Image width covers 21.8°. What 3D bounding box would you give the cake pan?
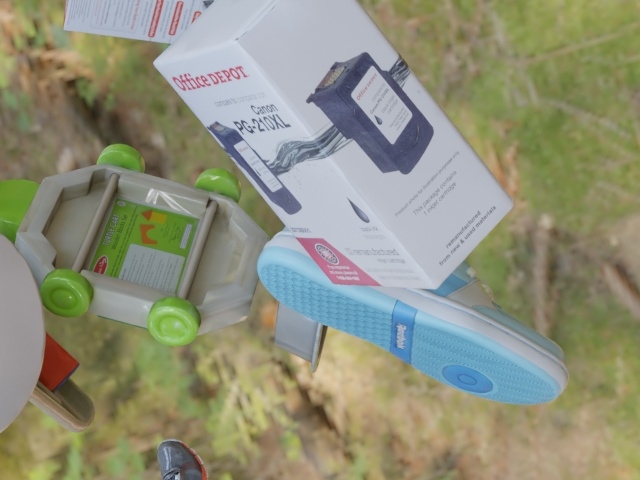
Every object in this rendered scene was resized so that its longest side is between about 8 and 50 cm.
[{"bbox_3d":[0.000,0.000,1.860,0.293,0.054,0.293,12,-90,-88],"label":"cake pan"}]

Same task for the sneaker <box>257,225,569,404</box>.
[{"bbox_3d":[0.121,0.015,1.624,0.319,0.208,0.127,26,151,6],"label":"sneaker"}]

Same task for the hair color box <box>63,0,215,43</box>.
[{"bbox_3d":[-0.178,-0.254,1.728,0.093,0.167,0.053,116,158,-56],"label":"hair color box"}]

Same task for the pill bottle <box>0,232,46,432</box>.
[{"bbox_3d":[-0.312,0.059,1.022,0.283,0.160,0.160,-5,104,40],"label":"pill bottle"}]

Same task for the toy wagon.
[{"bbox_3d":[-0.234,-0.006,1.855,0.267,0.344,0.068,-76,1,-53],"label":"toy wagon"}]

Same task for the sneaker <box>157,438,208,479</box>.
[{"bbox_3d":[-0.181,0.327,2.165,0.061,0.065,0.158,-41,62,26],"label":"sneaker"}]

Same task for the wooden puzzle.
[{"bbox_3d":[-0.387,0.041,1.720,0.322,0.080,0.348,41,177,24],"label":"wooden puzzle"}]

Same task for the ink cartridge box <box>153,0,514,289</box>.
[{"bbox_3d":[0.006,-0.082,1.242,0.237,0.100,0.172,51,160,-17],"label":"ink cartridge box"}]
